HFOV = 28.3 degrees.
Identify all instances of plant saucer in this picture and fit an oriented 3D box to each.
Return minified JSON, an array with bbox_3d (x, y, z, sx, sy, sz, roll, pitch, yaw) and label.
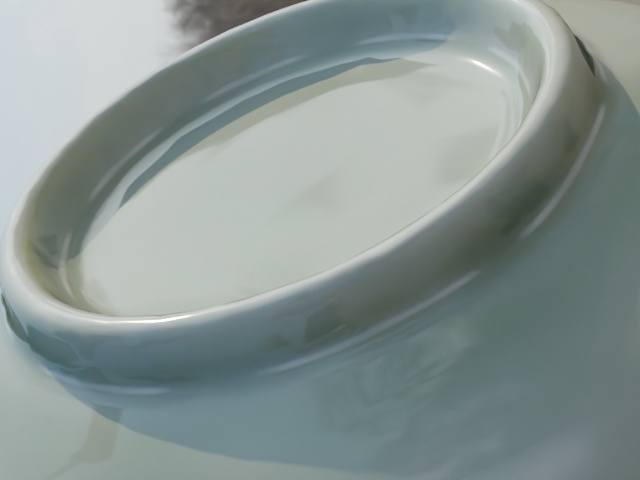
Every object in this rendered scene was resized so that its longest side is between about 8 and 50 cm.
[{"bbox_3d":[0.000,0.000,0.460,0.400,0.400,0.101,-96,-17,-57],"label":"plant saucer"}]
